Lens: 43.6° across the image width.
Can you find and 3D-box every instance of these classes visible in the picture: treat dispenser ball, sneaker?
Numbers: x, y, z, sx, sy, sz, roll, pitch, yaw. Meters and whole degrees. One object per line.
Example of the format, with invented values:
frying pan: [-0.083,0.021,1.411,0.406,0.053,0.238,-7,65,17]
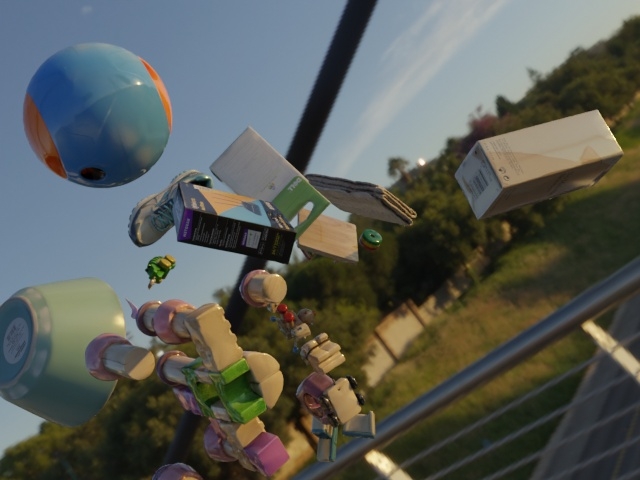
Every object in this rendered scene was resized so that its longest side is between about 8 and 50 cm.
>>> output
treat dispenser ball: [-0.441,-0.247,1.592,0.288,0.288,0.288,-37,-4,-3]
sneaker: [-0.403,-0.094,2.163,0.122,0.110,0.283,4,48,52]

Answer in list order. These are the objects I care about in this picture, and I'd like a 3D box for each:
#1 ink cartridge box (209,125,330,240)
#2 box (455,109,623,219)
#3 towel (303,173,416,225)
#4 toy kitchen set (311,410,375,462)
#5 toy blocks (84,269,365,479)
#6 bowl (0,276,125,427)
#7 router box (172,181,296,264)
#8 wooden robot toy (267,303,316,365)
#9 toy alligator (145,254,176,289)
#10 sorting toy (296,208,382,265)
ink cartridge box: [-0.092,-0.098,1.471,0.109,0.209,0.062,-47,-3,-6]
box: [0.463,-0.162,1.697,0.311,0.121,0.148,-16,-22,-18]
towel: [0.101,-0.106,2.106,0.282,0.187,0.049,14,76,44]
toy kitchen set: [0.067,0.518,2.101,0.166,0.122,0.207,3,-20,10]
toy blocks: [-0.164,0.204,1.187,0.309,0.288,0.260,-31,14,-31]
bowl: [-0.551,0.211,1.594,0.311,0.311,0.163,-39,-35,25]
router box: [-0.111,-0.024,0.988,0.179,0.133,0.046,-133,57,-72]
wooden robot toy: [-0.039,0.160,1.584,0.079,0.173,0.076,-24,-39,-21]
toy alligator: [-0.389,0.069,1.887,0.056,0.051,0.190,-57,1,15]
sorting toy: [0.000,0.000,1.687,0.132,0.274,0.046,-92,23,-53]
